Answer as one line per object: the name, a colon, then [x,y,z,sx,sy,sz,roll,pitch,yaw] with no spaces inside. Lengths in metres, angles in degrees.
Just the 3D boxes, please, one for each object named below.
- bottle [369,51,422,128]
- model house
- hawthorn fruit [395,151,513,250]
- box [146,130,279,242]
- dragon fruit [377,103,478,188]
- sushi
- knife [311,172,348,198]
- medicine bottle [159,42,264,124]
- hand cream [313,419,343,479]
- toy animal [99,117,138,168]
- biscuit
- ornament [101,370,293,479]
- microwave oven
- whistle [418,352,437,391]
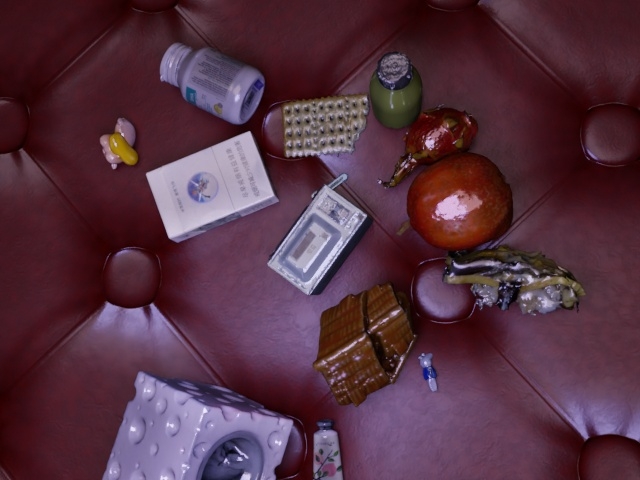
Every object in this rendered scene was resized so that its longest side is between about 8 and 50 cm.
bottle: [0.157,-0.317,1.604,0.112,0.260,0.112,-1,83,7]
model house: [0.097,0.211,1.564,0.200,0.229,0.219,-21,81,10]
hawthorn fruit: [0.270,-0.067,1.596,0.253,0.205,0.205,-27,80,10]
box: [-0.242,-0.119,1.726,0.257,0.069,0.164,-22,80,3]
dragon fruit: [0.226,-0.195,1.653,0.246,0.125,0.125,-43,83,7]
sushi: [0.401,0.079,1.603,0.291,0.139,0.131,6,103,9]
knife: [0.022,-0.120,1.722,0.096,0.010,0.027,-37,80,1]
medicine bottle: [-0.246,-0.360,1.724,0.215,0.135,0.135,26,86,10]
hand cream: [0.014,0.500,1.628,0.080,0.050,0.233,-3,88,3]
toy animal: [-0.473,-0.225,1.764,0.082,0.091,0.114,-7,83,20]
biscuit: [0.011,-0.258,1.739,0.203,0.016,0.144,-3,82,8]
ornament: [-0.243,0.422,1.524,0.240,0.240,0.239,12,82,45]
microwave oven: [0.000,0.000,1.635,0.122,0.162,0.208,36,92,11]
whistle: [0.233,0.280,1.635,0.033,0.029,0.083,-11,74,-10]
